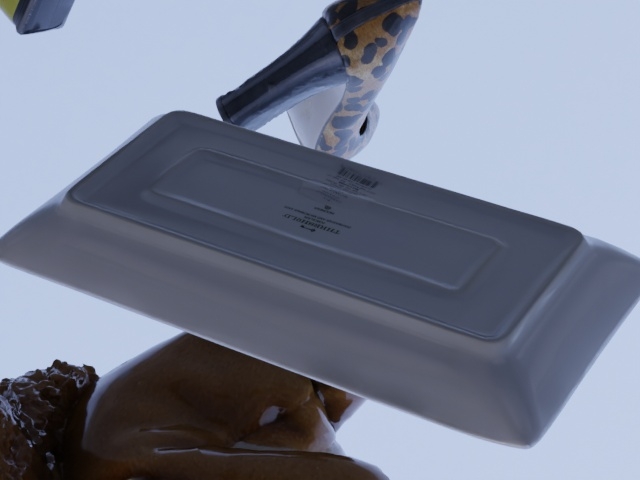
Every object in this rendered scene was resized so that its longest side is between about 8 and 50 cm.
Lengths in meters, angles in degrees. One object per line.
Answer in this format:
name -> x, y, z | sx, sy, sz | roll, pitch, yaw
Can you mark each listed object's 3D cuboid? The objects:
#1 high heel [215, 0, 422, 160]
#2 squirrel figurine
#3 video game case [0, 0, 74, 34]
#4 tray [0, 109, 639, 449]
high heel -> 0.047, -0.142, 1.446 | 0.186, 0.261, 0.093 | -32, -102, 22
squirrel figurine -> -0.146, 0.223, 1.180 | 0.397, 0.281, 0.370 | 11, -154, 14
video game case -> -0.169, -0.290, 0.891 | 0.035, 0.275, 0.248 | -18, -121, -46
tray -> 0.000, 0.000, 0.766 | 0.270, 0.030, 0.145 | 18, -142, 24
